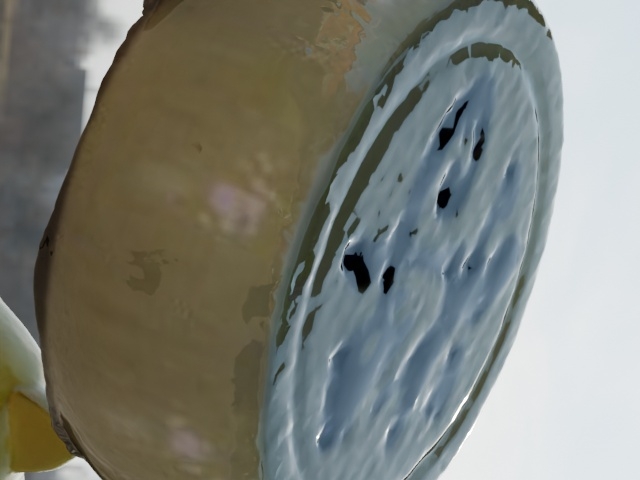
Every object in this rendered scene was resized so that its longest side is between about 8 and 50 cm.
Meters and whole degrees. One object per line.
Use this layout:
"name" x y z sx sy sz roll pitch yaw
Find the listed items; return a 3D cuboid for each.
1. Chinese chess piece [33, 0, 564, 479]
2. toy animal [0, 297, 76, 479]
"Chinese chess piece" 0.000 0.000 0.774 0.257 0.104 0.257 -42 142 -45
"toy animal" -0.214 0.120 1.079 0.156 0.156 0.230 -94 -155 -43
